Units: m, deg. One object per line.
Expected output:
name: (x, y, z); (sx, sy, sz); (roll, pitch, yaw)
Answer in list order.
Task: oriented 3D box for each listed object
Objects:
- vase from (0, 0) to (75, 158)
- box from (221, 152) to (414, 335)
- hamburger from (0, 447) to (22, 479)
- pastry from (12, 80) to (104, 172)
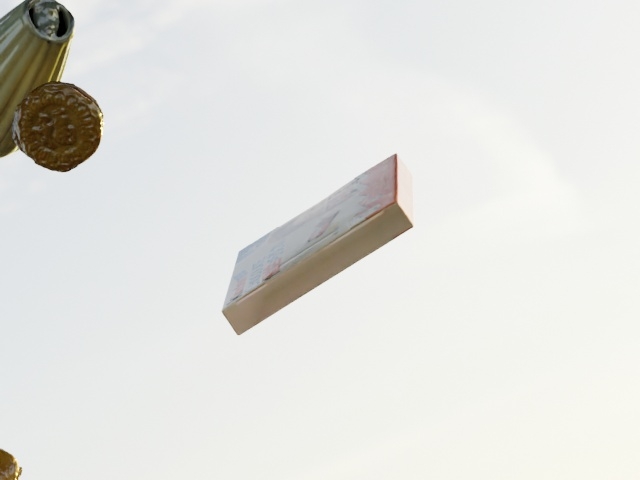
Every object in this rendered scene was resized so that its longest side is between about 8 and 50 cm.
vase: (-0.360, -0.193, 2.133); (0.128, 0.128, 0.248); (-6, -24, -36)
box: (0.000, 0.000, 2.377); (0.265, 0.048, 0.273); (-33, 12, 10)
hamburger: (-0.401, 0.288, 2.211); (0.083, 0.076, 0.044); (-47, -39, -33)
pastry: (-0.284, -0.124, 2.004); (0.109, 0.097, 0.057); (-21, 13, 14)
